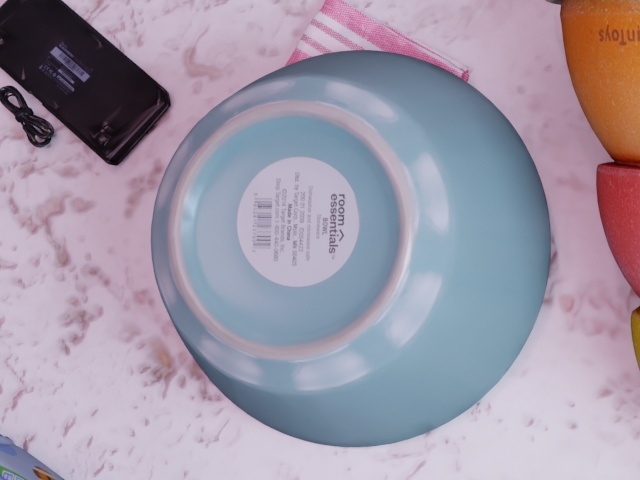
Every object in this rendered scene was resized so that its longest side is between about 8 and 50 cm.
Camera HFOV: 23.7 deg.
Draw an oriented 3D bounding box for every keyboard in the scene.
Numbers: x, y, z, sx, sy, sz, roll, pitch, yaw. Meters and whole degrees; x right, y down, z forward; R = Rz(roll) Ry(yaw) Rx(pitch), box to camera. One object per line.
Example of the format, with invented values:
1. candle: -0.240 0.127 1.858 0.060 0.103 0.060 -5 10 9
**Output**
1. keyboard: -0.221 -0.133 1.286 0.180 0.023 0.108 41 83 19

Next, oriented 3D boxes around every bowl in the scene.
1. bowl: 0.000 0.000 1.108 0.311 0.163 0.311 -1 86 18

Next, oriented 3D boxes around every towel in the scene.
1. towel: 0.013 -0.085 1.215 0.144 0.029 0.197 31 87 18

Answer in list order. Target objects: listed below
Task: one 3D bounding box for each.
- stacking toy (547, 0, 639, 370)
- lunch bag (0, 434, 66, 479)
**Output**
1. stacking toy: 0.311 0.033 1.022 0.350 0.350 0.480 5 98 14
2. lunch bag: -0.262 0.291 1.156 0.303 0.115 0.243 32 89 17
